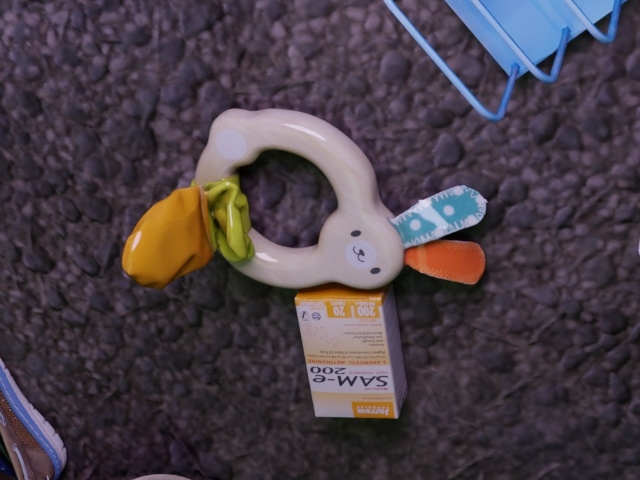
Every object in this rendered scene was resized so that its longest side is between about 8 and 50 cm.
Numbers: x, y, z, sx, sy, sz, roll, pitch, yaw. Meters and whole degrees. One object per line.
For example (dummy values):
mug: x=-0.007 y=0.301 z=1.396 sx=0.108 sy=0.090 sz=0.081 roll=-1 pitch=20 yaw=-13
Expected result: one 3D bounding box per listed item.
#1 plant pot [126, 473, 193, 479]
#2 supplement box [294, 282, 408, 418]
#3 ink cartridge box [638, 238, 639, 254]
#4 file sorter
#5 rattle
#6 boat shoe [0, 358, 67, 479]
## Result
plant pot: x=-0.210 y=0.300 z=1.128 sx=0.254 sy=0.237 sz=0.237 roll=-8 pitch=117 yaw=36
supplement box: x=0.022 y=0.073 z=1.026 sx=0.062 sy=0.036 sz=0.098 roll=-1 pitch=119 yaw=17
ink cartridge box: x=0.340 y=-0.065 z=0.812 sx=0.207 sy=0.117 sz=0.283 roll=30 pitch=123 yaw=-2
file sorter: x=0.130 y=-0.164 z=0.823 sx=0.170 sy=0.104 sz=0.118 roll=-35 pitch=104 yaw=29
rattle: x=0.000 y=0.000 z=0.936 sx=0.200 sy=0.143 sz=0.130 roll=27 pitch=104 yaw=7
boat shoe: x=-0.265 y=0.125 z=1.118 sx=0.066 sy=0.066 sz=0.183 roll=-36 pitch=105 yaw=29
